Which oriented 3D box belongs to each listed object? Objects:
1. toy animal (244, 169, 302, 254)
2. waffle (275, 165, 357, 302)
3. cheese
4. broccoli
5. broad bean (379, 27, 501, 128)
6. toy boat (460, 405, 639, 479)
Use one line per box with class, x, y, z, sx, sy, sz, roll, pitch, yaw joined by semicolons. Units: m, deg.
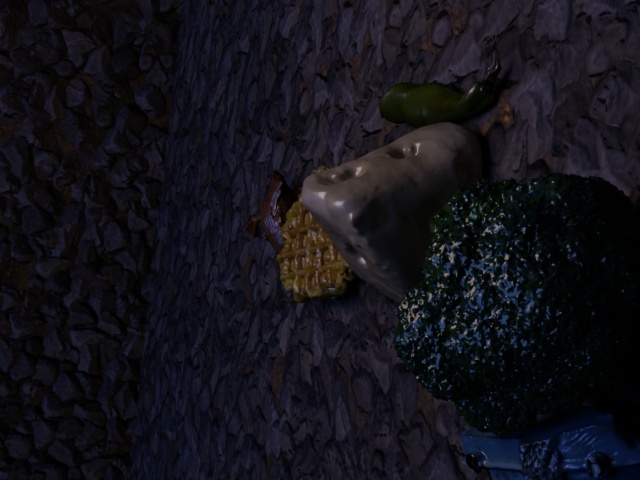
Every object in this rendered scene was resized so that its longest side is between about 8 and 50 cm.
toy animal;-0.065;-0.063;2.030;0.179;0.089;0.188;-21;64;47
waffle;0.003;0.000;1.843;0.262;0.060;0.280;-64;32;29
cheese;0.133;-0.027;1.452;0.173;0.251;0.248;27;147;53
broccoli;0.223;0.061;1.102;0.294;0.265;0.245;-49;-16;-7
broad bean;0.170;-0.209;1.509;0.318;0.056;0.098;-15;65;61
toy boat;0.255;0.235;1.117;0.238;0.109;0.098;-20;97;57
